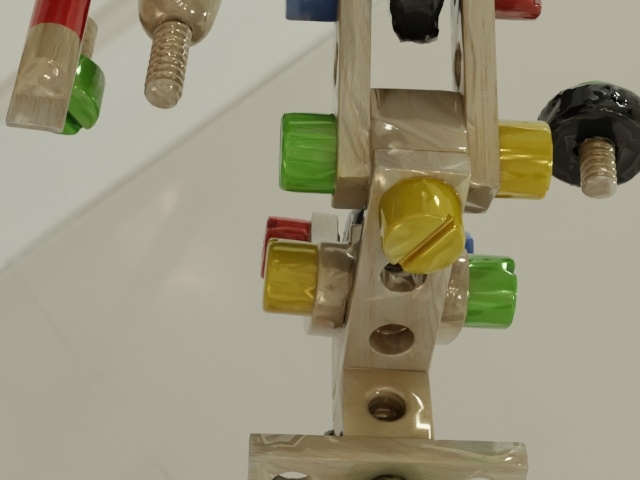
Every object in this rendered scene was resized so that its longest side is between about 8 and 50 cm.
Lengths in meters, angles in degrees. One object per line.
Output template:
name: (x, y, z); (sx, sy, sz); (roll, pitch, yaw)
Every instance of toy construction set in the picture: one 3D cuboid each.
toy construction set: (0.000, 0.000, 0.728); (0.308, 0.257, 0.237); (24, 46, -20)
